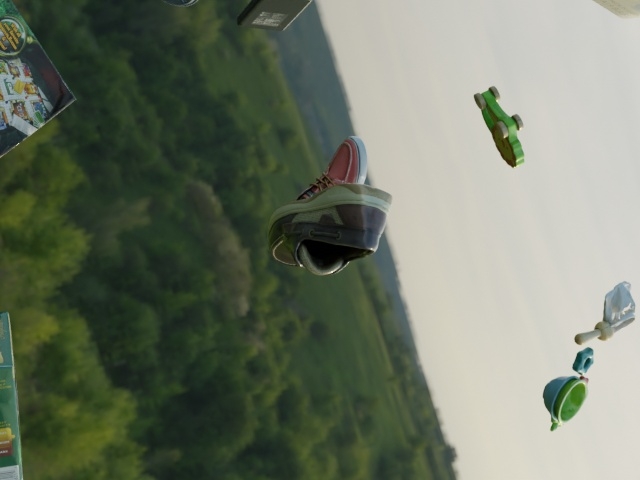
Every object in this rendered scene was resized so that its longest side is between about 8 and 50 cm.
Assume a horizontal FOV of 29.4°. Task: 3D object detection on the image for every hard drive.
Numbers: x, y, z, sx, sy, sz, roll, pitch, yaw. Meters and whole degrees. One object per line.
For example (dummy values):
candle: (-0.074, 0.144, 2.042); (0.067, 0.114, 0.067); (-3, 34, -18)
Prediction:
hard drive: (-0.082, -0.416, 2.185); (0.135, 0.094, 0.022); (149, -61, -60)

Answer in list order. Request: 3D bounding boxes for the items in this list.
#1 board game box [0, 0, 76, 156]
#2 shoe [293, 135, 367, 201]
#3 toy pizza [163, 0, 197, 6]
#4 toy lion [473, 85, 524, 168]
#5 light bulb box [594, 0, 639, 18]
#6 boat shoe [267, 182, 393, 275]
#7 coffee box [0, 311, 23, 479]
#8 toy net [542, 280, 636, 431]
board game box: (-0.428, -0.239, 1.532); (0.030, 0.136, 0.259); (35, -21, 49)
shoe: (0.013, -0.079, 1.914); (0.063, 0.081, 0.178); (39, -59, 43)
toy pizza: (-0.244, -0.451, 1.856); (0.201, 0.032, 0.201); (33, -33, 25)
toy lion: (0.253, -0.152, 1.698); (0.100, 0.034, 0.096); (59, -8, 35)
light bulb box: (0.366, -0.383, 1.157); (0.358, 0.361, 0.225); (17, 83, -40)
boat shoe: (0.000, 0.000, 1.608); (0.285, 0.103, 0.092); (-24, -130, 59)
coffee box: (-0.341, 0.181, 1.292); (0.113, 0.040, 0.184); (-121, -151, -59)
toy net: (0.391, 0.165, 1.715); (0.045, 0.232, 0.122); (27, -17, 39)
